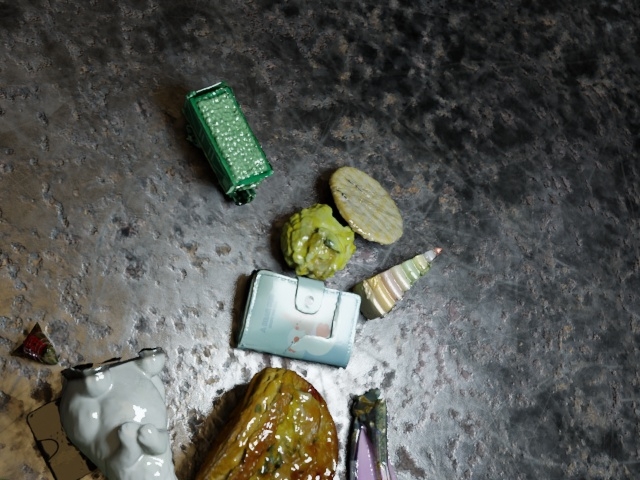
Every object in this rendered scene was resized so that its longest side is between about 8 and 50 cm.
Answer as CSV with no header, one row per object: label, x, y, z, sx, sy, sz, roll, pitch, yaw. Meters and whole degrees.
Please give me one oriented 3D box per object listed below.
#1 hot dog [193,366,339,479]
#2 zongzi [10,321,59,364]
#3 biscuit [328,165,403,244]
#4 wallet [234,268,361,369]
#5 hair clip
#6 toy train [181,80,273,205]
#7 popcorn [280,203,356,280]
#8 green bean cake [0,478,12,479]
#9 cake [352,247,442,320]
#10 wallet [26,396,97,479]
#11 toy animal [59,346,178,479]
hot dog,-0.109,0.435,1.431,0.267,0.174,0.388,42,63,-29
zongzi,-0.552,0.208,1.428,0.073,0.067,0.083,-36,69,-14
biscuit,0.107,-0.081,1.714,0.219,0.033,0.220,28,40,-26
wallet,-0.045,0.167,1.598,0.250,0.075,0.176,14,83,-15
hair clip,0.122,0.495,1.570,0.110,0.095,0.359,5,78,-55
toy train,-0.206,-0.211,1.621,0.115,0.154,0.270,-24,82,-27
popcorn,-0.003,0.005,1.645,0.173,0.142,0.174,8,46,-9
green bean cake,-0.544,0.539,1.235,0.222,0.125,0.248,-30,67,-11
cake,0.171,0.076,1.690,0.090,0.109,0.225,47,65,0
wallet,-0.488,0.379,1.406,0.082,0.018,0.157,-25,83,-26
toy animal,-0.349,0.384,1.355,0.193,0.257,0.358,-14,88,-35
